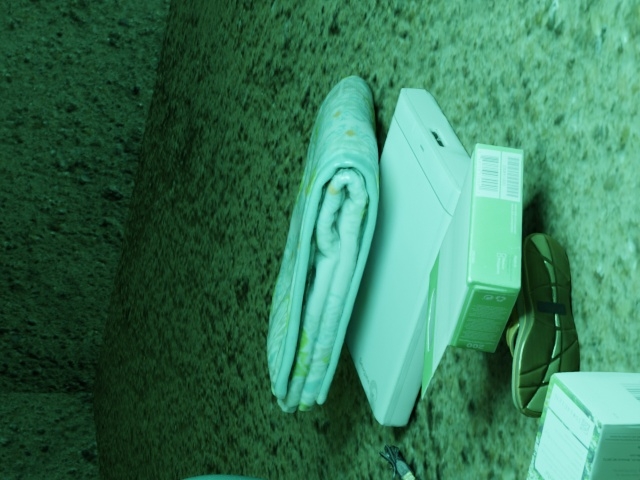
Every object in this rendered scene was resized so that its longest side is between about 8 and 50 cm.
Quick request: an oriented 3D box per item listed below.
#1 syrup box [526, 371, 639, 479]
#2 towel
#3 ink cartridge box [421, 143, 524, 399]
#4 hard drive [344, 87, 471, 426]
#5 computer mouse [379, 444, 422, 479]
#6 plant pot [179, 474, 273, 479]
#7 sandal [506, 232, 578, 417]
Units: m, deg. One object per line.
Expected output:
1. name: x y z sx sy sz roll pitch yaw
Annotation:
1. syrup box: 0.231 0.237 1.021 0.093 0.096 0.236 -127 43 -65
2. towel: 0.000 0.000 1.622 0.320 0.090 0.374 -92 15 -63
3. ink cartridge box: 0.153 0.040 1.234 0.235 0.056 0.171 99 179 -54
4. hard drive: 0.103 0.022 1.503 0.233 0.047 0.353 -112 29 -51
5. computer mouse: 0.087 0.362 1.515 0.106 0.042 0.193 37 115 62
6. plant pot: -0.135 0.468 1.733 0.293 0.235 0.293 -161 90 -82
7. sandal: 0.204 0.082 1.155 0.049 0.072 0.180 -29 53 55
